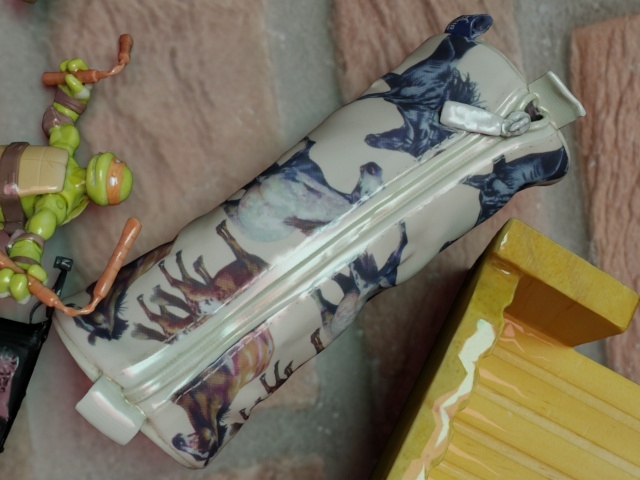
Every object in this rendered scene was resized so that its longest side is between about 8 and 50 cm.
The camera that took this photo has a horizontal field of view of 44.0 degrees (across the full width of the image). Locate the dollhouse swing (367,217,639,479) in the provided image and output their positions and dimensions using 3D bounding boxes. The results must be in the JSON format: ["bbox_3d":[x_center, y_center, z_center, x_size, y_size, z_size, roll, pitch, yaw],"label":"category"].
[{"bbox_3d":[0.188,0.227,0.610,0.305,0.315,0.347,27,82,8],"label":"dollhouse swing"}]

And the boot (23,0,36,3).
[{"bbox_3d":[-0.291,-0.324,0.548,0.211,0.104,0.295,0,84,-37],"label":"boot"}]

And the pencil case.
[{"bbox_3d":[0.000,0.000,0.608,0.410,0.183,0.160,-37,88,-11],"label":"pencil case"}]

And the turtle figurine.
[{"bbox_3d":[-0.232,-0.054,0.589,0.217,0.087,0.270,1,56,-4],"label":"turtle figurine"}]

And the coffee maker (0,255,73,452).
[{"bbox_3d":[-0.300,0.074,0.579,0.178,0.120,0.171,21,60,-14],"label":"coffee maker"}]
